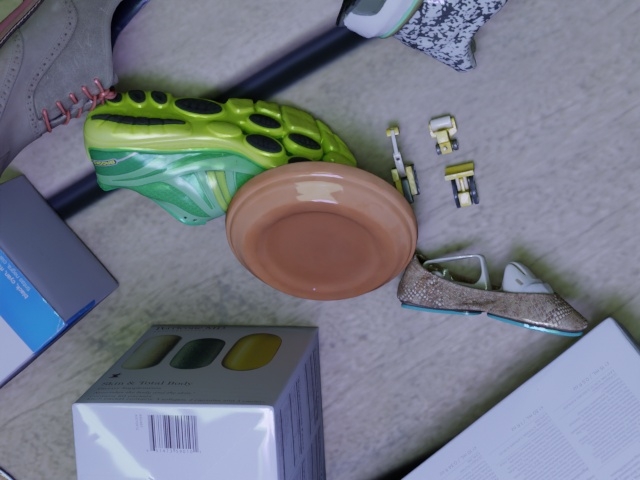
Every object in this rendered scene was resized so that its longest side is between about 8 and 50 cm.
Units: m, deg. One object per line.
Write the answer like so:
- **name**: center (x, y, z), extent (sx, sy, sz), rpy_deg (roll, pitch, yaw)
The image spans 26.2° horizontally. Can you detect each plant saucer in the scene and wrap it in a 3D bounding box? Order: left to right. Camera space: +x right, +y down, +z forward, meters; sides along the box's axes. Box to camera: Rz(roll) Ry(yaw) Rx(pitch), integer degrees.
- **plant saucer**: center (0.000, 0.000, 1.408), extent (0.199, 0.037, 0.200), rpy_deg (3, 138, 3)

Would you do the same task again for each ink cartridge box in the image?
- **ink cartridge box**: center (-0.375, 0.076, 1.478), extent (0.232, 0.171, 0.168), rpy_deg (-40, 93, 16)

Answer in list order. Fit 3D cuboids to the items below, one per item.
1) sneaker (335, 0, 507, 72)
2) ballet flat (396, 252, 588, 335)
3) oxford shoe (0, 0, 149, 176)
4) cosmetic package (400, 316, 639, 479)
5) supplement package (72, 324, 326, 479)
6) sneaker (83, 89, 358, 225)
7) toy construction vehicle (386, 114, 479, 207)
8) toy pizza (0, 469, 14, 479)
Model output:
- **sneaker**: center (0.196, -0.320, 1.304), extent (0.182, 0.158, 0.410), rpy_deg (31, 125, -21)
- **ballet flat**: center (0.175, 0.050, 1.411), extent (0.206, 0.073, 0.067), rpy_deg (8, 96, 23)
- **oxford shoe**: center (-0.272, -0.159, 1.366), extent (0.130, 0.123, 0.348), rpy_deg (25, 74, -3)
- **cosmetic package**: center (0.242, 0.306, 1.396), extent (0.377, 0.097, 0.284), rpy_deg (-39, 68, 11)
- **supplement package**: center (-0.114, 0.217, 1.417), extent (0.199, 0.263, 0.198), rpy_deg (0, 103, 10)
- **sneaker**: center (-0.100, -0.079, 1.444), extent (0.295, 0.109, 0.124), rpy_deg (11, 133, 3)
- **toy construction vehicle**: center (0.115, -0.075, 1.426), extent (0.085, 0.035, 0.098), rpy_deg (-9, 101, 12)
- **toy pizza**: center (-0.427, 0.350, 1.625), extent (0.201, 0.032, 0.201), rpy_deg (2, 104, 10)
